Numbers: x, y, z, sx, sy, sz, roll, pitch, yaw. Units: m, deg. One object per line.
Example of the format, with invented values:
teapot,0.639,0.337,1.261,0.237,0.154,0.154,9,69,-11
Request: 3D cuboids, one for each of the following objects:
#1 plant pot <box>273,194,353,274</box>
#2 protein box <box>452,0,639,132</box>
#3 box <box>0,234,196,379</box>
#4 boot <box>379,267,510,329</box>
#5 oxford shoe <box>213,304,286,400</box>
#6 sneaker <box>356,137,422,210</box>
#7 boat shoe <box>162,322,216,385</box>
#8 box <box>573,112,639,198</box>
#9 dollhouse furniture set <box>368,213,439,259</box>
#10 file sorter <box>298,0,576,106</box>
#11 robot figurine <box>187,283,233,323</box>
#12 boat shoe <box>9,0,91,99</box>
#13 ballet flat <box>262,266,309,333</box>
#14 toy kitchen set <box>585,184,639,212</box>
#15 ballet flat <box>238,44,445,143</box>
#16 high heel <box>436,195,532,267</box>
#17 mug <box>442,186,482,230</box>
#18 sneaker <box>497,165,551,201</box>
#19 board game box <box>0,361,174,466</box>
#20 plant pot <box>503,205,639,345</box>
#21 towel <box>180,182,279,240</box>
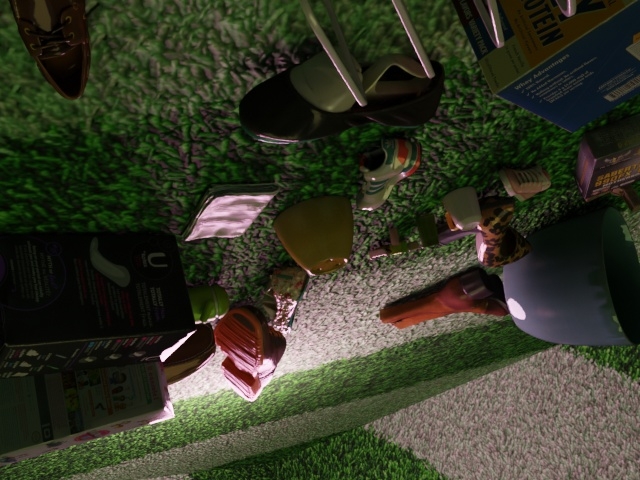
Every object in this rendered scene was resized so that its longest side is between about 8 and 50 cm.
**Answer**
plant pot,0.000,0.000,1.272,0.134,0.095,0.134,-15,158,-6
protein box,0.294,-0.243,0.854,0.200,0.136,0.201,-32,154,34
box,-0.343,0.093,1.137,0.270,0.165,0.143,-1,153,-34
boot,0.320,0.177,1.947,0.280,0.096,0.264,-27,157,24
oxford shoe,-0.146,0.221,1.716,0.133,0.130,0.363,-44,163,-28
sneaker,0.081,-0.103,1.160,0.075,0.057,0.161,14,148,-24
boat shoe,-0.364,0.225,1.508,0.324,0.122,0.120,-15,155,-10
box,0.569,-0.165,1.361,0.231,0.056,0.183,-20,159,5
dollhouse furniture set,0.154,-0.007,1.473,0.076,0.058,0.152,-12,178,-34
file sorter,0.107,-0.257,0.632,0.278,0.173,0.193,-22,158,12
robot figurine,-0.219,0.116,1.423,0.115,0.067,0.101,-11,-175,-17
boat shoe,-0.232,-0.190,0.683,0.064,0.060,0.178,-13,158,-11
ballet flat,-0.075,0.111,1.533,0.077,0.091,0.241,16,149,-2
toy kitchen set,0.572,-0.089,1.520,0.083,0.075,0.068,-22,157,0
ballet flat,0.035,-0.178,0.895,0.280,0.095,0.096,-14,151,-38
high heel,0.367,-0.019,1.493,0.261,0.093,0.186,10,155,-34
mug,0.257,-0.051,1.388,0.062,0.064,0.078,-19,159,3
sneaker,0.355,-0.108,1.348,0.070,0.051,0.134,-29,159,22
board game box,-0.427,0.233,1.336,0.303,0.224,0.097,-15,157,-4
plant pot,0.535,0.092,1.673,0.235,0.293,0.293,-13,164,33
towel,-0.137,-0.040,1.171,0.113,0.023,0.152,-4,155,-30
